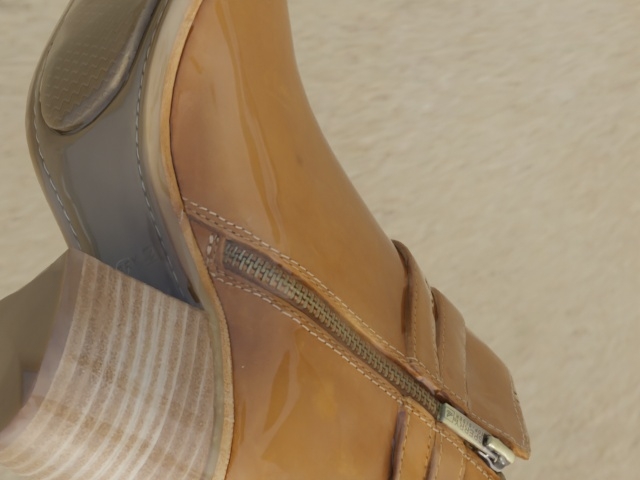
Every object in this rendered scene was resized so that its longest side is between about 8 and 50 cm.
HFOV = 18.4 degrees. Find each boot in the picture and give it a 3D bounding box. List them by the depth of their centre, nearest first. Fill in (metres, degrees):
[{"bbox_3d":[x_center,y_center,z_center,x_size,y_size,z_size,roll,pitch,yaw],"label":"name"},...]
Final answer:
[{"bbox_3d":[0.000,0.000,0.745,0.220,0.283,0.109,29,142,-29],"label":"boot"}]
